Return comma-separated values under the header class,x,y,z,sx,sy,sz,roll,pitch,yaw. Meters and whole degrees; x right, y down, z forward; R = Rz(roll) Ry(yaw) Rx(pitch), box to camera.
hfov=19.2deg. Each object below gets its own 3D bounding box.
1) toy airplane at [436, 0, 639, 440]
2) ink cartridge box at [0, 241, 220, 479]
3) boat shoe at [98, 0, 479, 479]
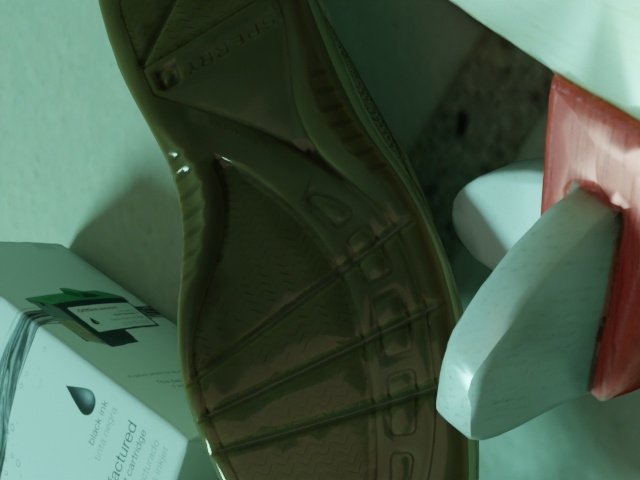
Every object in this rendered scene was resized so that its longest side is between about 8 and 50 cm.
class,x,y,z,sx,sy,sz,roll,pitch,yaw
toy airplane,0.110,-0.100,0.618,0.386,0.272,0.384,-22,75,41
ink cartridge box,-0.124,0.114,0.959,0.219,0.092,0.160,30,110,39
boat shoe,0.000,0.000,0.835,0.121,0.110,0.341,-22,68,15
